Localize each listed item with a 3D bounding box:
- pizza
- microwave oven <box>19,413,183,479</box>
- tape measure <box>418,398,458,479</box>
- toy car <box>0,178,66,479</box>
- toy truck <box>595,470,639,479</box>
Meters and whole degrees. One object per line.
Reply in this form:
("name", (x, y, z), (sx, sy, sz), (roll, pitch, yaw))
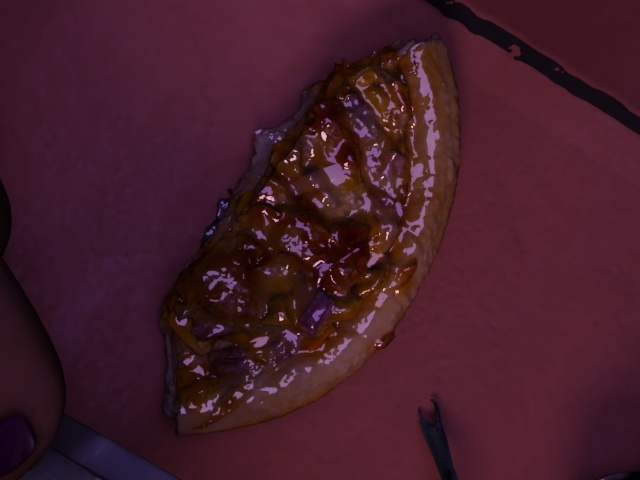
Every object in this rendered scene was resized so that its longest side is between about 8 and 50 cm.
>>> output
("pizza", (0.000, -0.001, 0.885), (0.127, 0.058, 0.246), (45, 78, -1))
("microwave oven", (-0.126, 0.164, 0.763), (0.122, 0.208, 0.162), (35, 80, -31))
("tape measure", (-0.028, 0.208, 0.827), (0.164, 0.084, 0.330), (17, 71, 6))
("toy car", (-0.225, 0.016, 0.717), (0.240, 0.341, 0.271), (-47, 118, -26))
("toy truck", (0.232, 0.149, 0.870), (0.242, 0.125, 0.101), (-19, 87, -10))
